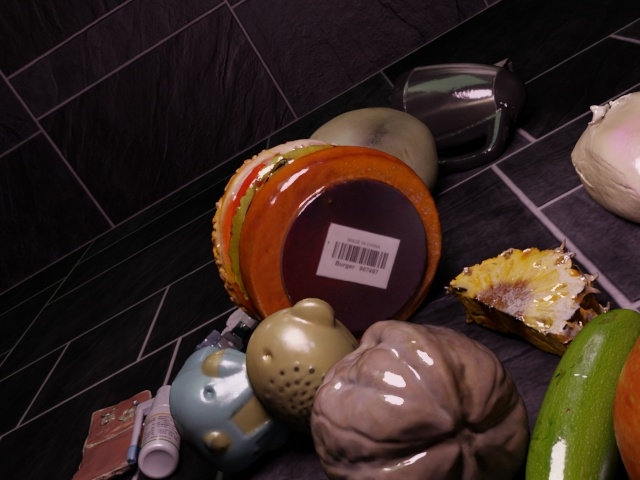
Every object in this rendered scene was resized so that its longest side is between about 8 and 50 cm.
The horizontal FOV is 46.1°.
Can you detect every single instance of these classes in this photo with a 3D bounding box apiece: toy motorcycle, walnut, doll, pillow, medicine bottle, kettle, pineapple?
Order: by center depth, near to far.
[{"bbox_3d":[0.095,0.177,0.750,0.224,0.224,0.224,-29,18,10],"label":"walnut"},{"bbox_3d":[0.275,0.064,0.948,0.135,0.079,0.233,-46,27,-14],"label":"pineapple"},{"bbox_3d":[-0.060,0.192,0.995,0.261,0.177,0.161,-29,14,17],"label":"doll"},{"bbox_3d":[-0.267,0.306,1.210,0.092,0.061,0.220,-26,17,0],"label":"medicine bottle"},{"bbox_3d":[-0.353,0.343,1.293,0.126,0.043,0.232,-28,18,4],"label":"pillow"},{"bbox_3d":[-0.137,0.157,1.353,0.150,0.102,0.221,-45,4,38],"label":"toy motorcycle"},{"bbox_3d":[0.308,-0.287,1.620,0.271,0.207,0.251,-5,24,39],"label":"kettle"}]

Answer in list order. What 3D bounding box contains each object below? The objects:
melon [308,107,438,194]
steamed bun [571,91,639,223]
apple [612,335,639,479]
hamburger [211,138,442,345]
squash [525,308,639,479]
[{"bbox_3d":[0.091,-0.134,1.478,0.272,0.271,0.308,-13,34,45],"label":"melon"},{"bbox_3d":[0.444,-0.124,1.023,0.170,0.152,0.238,-37,14,4],"label":"steamed bun"},{"bbox_3d":[0.336,0.130,0.504,0.246,0.246,0.226,-35,37,-10],"label":"apple"},{"bbox_3d":[0.000,0.000,1.170,0.330,0.330,0.250,-36,22,-10],"label":"hamburger"},{"bbox_3d":[0.252,0.162,0.711,0.082,0.082,0.292,-14,25,43],"label":"squash"}]
